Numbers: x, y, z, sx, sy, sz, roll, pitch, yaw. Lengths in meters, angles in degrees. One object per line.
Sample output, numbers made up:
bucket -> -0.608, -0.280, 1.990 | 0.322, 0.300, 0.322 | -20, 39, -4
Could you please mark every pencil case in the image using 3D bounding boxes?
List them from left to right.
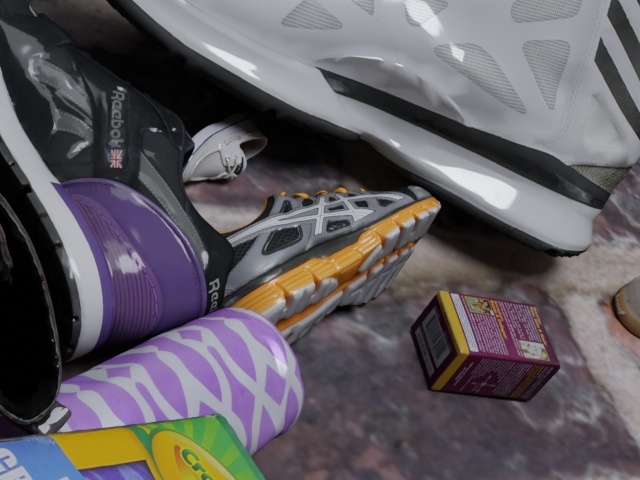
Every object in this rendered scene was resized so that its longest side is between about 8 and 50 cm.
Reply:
pencil case -> -0.097, 0.101, 0.591 | 0.206, 0.088, 0.086 | -22, 84, -47

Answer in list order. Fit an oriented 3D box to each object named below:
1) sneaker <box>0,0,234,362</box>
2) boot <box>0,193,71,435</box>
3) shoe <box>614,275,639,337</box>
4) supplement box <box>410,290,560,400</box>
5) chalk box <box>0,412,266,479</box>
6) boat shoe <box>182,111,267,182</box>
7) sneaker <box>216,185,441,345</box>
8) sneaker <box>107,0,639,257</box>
sneaker -> -0.148, -0.062, 0.714 | 0.124, 0.107, 0.283 | -12, 64, -34
boot -> -0.211, -0.045, 0.496 | 0.229, 0.263, 0.091 | 18, 52, 40
shoe -> 0.341, 0.063, 0.968 | 0.219, 0.058, 0.076 | 12, 42, -25
supplement box -> 0.111, 0.071, 0.806 | 0.083, 0.043, 0.055 | 10, 43, -26
chalk box -> -0.087, 0.183, 0.400 | 0.289, 0.180, 0.179 | 6, 42, -56
boat shoe -> -0.068, -0.059, 0.830 | 0.035, 0.035, 0.100 | 36, 31, 8
sneaker -> 0.000, 0.000, 0.776 | 0.083, 0.084, 0.215 | 43, 39, 21
sneaker -> 0.066, -0.193, 0.861 | 0.448, 0.257, 0.169 | 26, 16, -15
